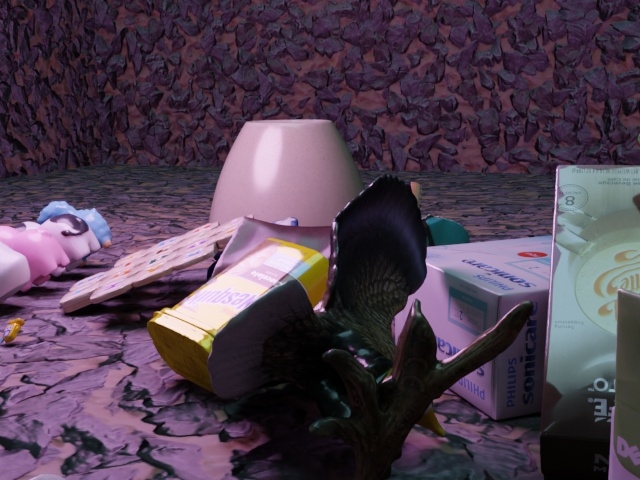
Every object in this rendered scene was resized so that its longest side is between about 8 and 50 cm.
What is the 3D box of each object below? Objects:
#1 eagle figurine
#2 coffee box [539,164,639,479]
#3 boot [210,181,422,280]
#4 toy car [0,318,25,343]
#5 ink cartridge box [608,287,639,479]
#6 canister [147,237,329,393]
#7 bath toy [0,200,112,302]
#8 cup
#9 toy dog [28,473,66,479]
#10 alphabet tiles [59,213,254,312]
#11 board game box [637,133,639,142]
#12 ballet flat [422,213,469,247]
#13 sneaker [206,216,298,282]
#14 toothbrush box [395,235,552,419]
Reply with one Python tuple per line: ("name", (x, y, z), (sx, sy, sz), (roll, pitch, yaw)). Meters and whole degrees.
("eagle figurine", (0.026, 0.085, 0.705), (0.226, 0.225, 0.298), (-14, 22, -5))
("coffee box", (0.246, 0.064, 0.640), (0.141, 0.098, 0.246), (1, 53, 18))
("boot", (0.000, 0.000, 1.025), (0.207, 0.248, 0.090), (20, -30, 12))
("toy car", (-0.421, 0.100, 0.996), (0.122, 0.060, 0.040), (-5, 41, 13))
("ink cartridge box", (0.176, 0.129, 0.349), (0.062, 0.209, 0.109), (-4, 11, -16))
("canister", (-0.077, 0.073, 0.877), (0.126, 0.073, 0.170), (14, 42, 45))
("bath toy", (-0.455, 0.011, 1.279), (0.151, 0.129, 0.348), (-33, 3, 12))
("cup", (-0.058, -0.113, 1.632), (0.331, 0.237, 0.331), (0, 11, 0))
("toy dog", (-0.251, 0.149, 0.490), (0.220, 0.161, 0.334), (-6, 35, -10))
("alphabet tiles", (-0.224, 0.030, 1.193), (0.284, 0.021, 0.278), (-22, 11, -2))
("board game box", (0.416, 0.001, 0.590), (0.242, 0.064, 0.316), (-14, 58, -21))
("ballet flat", (0.157, 0.008, 1.397), (0.077, 0.091, 0.241), (-21, -9, 39))
("sneaker", (-0.094, 0.031, 1.190), (0.131, 0.112, 0.296), (-1, 10, -2))
("toothbrush box", (0.253, 0.075, 0.886), (0.295, 0.126, 0.216), (-6, 12, -19))
